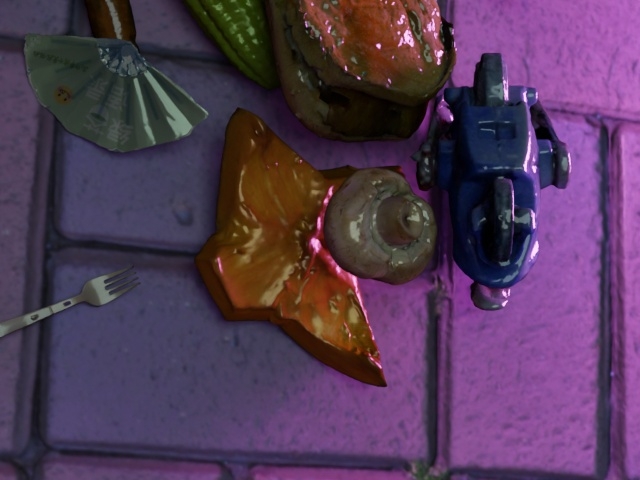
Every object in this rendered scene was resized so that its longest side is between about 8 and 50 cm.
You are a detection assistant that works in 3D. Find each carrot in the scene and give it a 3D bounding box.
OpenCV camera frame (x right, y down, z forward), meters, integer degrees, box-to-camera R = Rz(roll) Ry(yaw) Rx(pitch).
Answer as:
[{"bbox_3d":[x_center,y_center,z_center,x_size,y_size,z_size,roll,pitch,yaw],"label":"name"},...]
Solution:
[{"bbox_3d":[-0.264,-0.299,1.866,0.066,0.066,0.314,-11,86,-21],"label":"carrot"}]

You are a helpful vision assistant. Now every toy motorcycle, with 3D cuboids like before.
[{"bbox_3d":[0.228,-0.064,1.881,0.241,0.182,0.319,50,32,-42],"label":"toy motorcycle"}]

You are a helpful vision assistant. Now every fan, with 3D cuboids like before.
[{"bbox_3d":[-0.251,-0.177,1.837,0.240,0.009,0.131,23,98,-1],"label":"fan"}]

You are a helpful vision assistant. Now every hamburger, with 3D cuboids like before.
[{"bbox_3d":[0.039,-0.259,1.899,0.265,0.134,0.285,0,71,-34],"label":"hamburger"}]

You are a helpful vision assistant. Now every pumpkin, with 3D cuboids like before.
[{"bbox_3d":[-0.021,0.012,1.868,0.258,0.095,0.290,15,76,-24],"label":"pumpkin"}]

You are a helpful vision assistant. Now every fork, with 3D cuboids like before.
[{"bbox_3d":[-0.316,0.084,1.795,0.219,0.028,0.034,-24,95,-17],"label":"fork"}]

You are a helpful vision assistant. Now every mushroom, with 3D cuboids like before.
[{"bbox_3d":[0.071,-0.016,1.807,0.148,0.112,0.148,11,73,-42],"label":"mushroom"}]

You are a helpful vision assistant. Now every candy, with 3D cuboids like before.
[{"bbox_3d":[-0.105,-0.279,1.899,0.097,0.097,0.209,-34,96,-21],"label":"candy"}]
